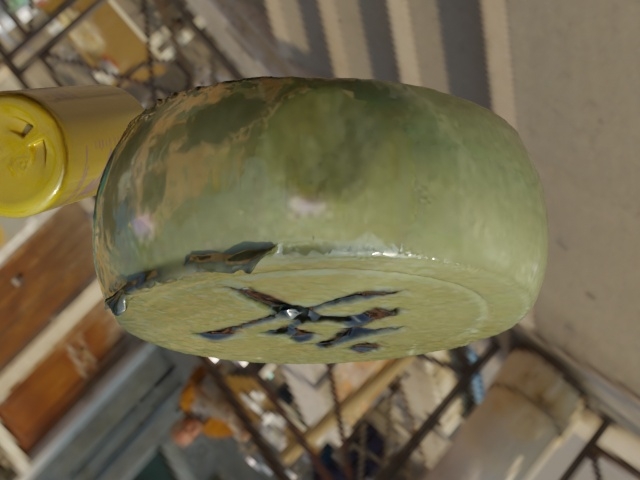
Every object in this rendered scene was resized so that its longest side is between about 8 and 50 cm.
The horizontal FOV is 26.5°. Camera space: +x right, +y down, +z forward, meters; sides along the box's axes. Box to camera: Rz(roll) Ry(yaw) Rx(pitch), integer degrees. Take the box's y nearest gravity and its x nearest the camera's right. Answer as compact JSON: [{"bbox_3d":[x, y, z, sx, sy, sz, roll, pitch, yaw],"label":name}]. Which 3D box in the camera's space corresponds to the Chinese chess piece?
[{"bbox_3d":[0.000,0.000,0.567,0.188,0.083,0.188,-1,161,0],"label":"Chinese chess piece"}]

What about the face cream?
[{"bbox_3d":[-0.165,-0.069,0.943,0.078,0.078,0.273,43,-169,1],"label":"face cream"}]
